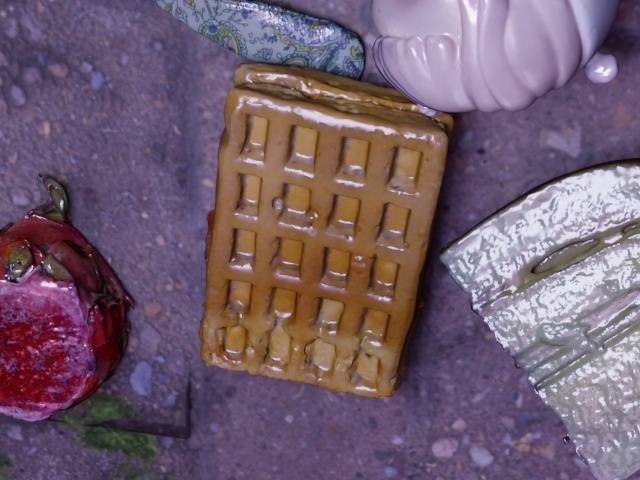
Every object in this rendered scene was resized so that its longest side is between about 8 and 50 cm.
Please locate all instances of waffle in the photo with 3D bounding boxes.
[{"bbox_3d":[0.000,0.000,1.241,0.224,0.098,0.328,14,121,6],"label":"waffle"}]

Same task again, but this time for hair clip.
[{"bbox_3d":[-0.066,-0.201,1.208,0.229,0.036,0.066,22,123,2],"label":"hair clip"}]

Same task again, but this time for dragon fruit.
[{"bbox_3d":[-0.314,0.083,1.336,0.211,0.147,0.282,13,118,7],"label":"dragon fruit"}]

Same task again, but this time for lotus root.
[{"bbox_3d":[0.296,0.038,1.182,0.260,0.149,0.267,-38,84,21],"label":"lotus root"}]

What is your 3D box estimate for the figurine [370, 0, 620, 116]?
[{"bbox_3d":[0.125,-0.276,1.022,0.211,0.253,0.361,-11,105,0],"label":"figurine"}]
